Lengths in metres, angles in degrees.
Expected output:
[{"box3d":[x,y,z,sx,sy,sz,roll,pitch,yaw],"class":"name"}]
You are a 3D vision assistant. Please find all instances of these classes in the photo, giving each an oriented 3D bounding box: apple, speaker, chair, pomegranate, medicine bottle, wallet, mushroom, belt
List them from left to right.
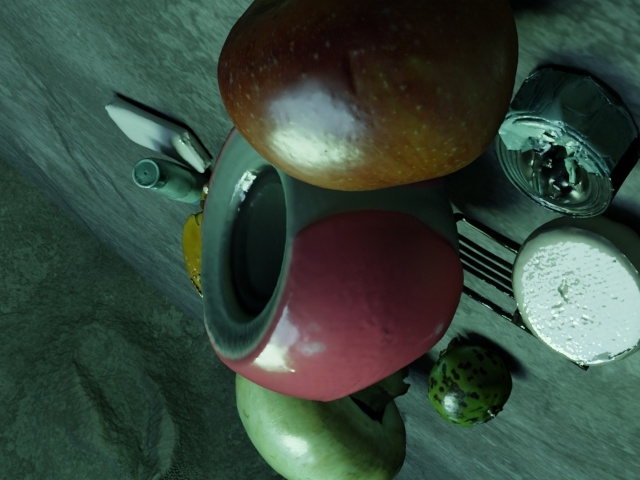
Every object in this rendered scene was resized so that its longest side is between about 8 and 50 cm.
[{"box3d":[-0.245,-0.160,1.534,0.190,0.033,0.095,25,160,36],"class":"wallet"},{"box3d":[-0.227,-0.091,1.532,0.090,0.054,0.208,24,-177,10],"class":"medicine bottle"},{"box3d":[0.000,0.000,0.997,0.294,0.294,0.294,34,165,11],"class":"speaker"},{"box3d":[0.018,0.262,1.699,0.352,0.260,0.352,48,-157,-29],"class":"mushroom"},{"box3d":[0.037,-0.118,0.700,0.162,0.201,0.201,53,160,-24],"class":"apple"},{"box3d":[0.204,0.192,1.442,0.122,0.122,0.161,48,-171,-36],"class":"pomegranate"},{"box3d":[0.198,0.036,1.017,0.212,0.084,0.101,34,172,13],"class":"chair"},{"box3d":[0.186,-0.070,0.778,0.105,0.058,0.140,25,160,28],"class":"belt"}]

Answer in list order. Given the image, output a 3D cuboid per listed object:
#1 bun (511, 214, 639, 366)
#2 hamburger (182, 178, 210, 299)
[{"box3d":[0.247,0.036,0.907,0.138,0.094,0.138,22,124,38],"class":"bun"},{"box3d":[-0.055,0.040,1.461,0.304,0.174,0.284,18,145,34],"class":"hamburger"}]
